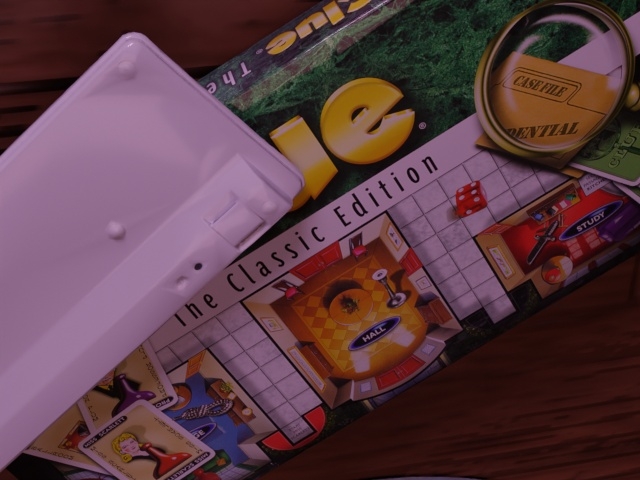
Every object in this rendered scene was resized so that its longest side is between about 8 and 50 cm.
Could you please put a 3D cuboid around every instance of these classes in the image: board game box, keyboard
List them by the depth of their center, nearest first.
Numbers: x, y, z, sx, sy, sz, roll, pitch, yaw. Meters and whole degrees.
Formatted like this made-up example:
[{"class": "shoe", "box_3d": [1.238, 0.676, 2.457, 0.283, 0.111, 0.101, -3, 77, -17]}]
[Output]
[{"class": "keyboard", "box_3d": [-0.119, 0.046, 0.350, 0.256, 0.014, 0.072, -42, 118, 13]}, {"class": "board game box", "box_3d": [0.000, 0.000, 0.375, 0.259, 0.030, 0.136, -32, 123, 7]}]

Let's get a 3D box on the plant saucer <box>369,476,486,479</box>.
[{"class": "plant saucer", "box_3d": [0.015, 0.239, 0.529, 0.317, 0.044, 0.318, -8, 125, -11]}]
